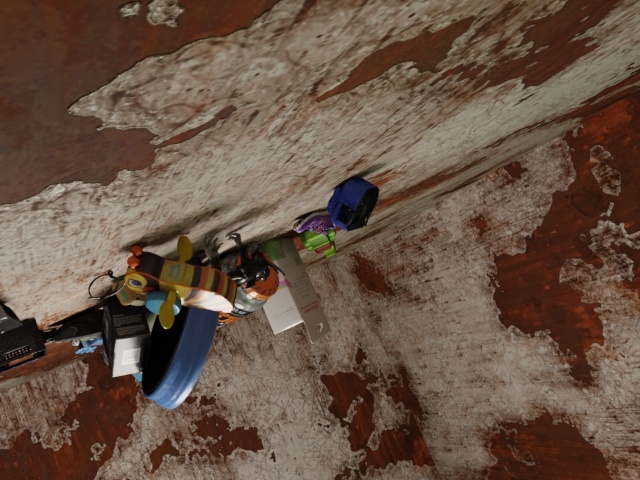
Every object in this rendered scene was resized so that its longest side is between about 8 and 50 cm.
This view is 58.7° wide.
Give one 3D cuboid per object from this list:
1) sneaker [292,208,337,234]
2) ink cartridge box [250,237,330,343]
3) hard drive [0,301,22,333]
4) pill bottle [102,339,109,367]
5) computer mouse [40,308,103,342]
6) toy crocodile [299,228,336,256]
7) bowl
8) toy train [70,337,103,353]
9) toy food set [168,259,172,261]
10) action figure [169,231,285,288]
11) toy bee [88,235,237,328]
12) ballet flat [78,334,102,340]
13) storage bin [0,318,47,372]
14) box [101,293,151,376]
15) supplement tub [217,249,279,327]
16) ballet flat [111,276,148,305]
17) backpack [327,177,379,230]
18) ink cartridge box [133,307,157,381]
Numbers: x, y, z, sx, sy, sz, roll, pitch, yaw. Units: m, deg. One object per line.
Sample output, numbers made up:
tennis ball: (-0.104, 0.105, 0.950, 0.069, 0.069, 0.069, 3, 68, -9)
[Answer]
sneaker: (-0.007, -0.046, 1.652, 0.170, 0.071, 0.068, -17, 172, -46)
ink cartridge box: (-0.109, 0.176, 1.877, 0.119, 0.353, 0.207, -26, 174, 18)
hard drive: (-0.677, 0.172, 0.998, 0.255, 0.054, 0.172, -22, 175, -22)
pill bottle: (-0.639, 0.313, 1.837, 0.123, 0.123, 0.219, -20, 144, -36)
computer mouse: (-0.690, 0.243, 1.628, 0.272, 0.072, 0.188, -11, 176, -3)
toy crocodile: (0.000, 0.000, 1.955, 0.115, 0.105, 0.340, -24, 174, 0)
bowl: (-0.376, 0.241, 1.512, 0.077, 0.391, 0.391, 22, 152, -24)
toy train: (-0.819, 0.347, 2.025, 0.105, 0.080, 0.184, -32, 174, -7)
toy food set: (-0.397, 0.069, 1.374, 0.083, 0.020, 0.082, -26, 174, 31)
action figure: (-0.225, 0.050, 1.329, 0.276, 0.141, 0.164, -9, 176, 13)
toy bee: (-0.318, 0.082, 1.120, 0.298, 0.195, 0.162, -12, 148, -13)
ballet flat: (-0.711, 0.284, 1.885, 0.068, 0.072, 0.213, -32, 172, 22)
storage bin: (-0.754, 0.263, 1.407, 0.122, 0.084, 0.180, -21, 175, -29)
box: (-0.515, 0.246, 1.500, 0.093, 0.158, 0.156, -5, 133, -29)
supplement tub: (-0.290, 0.153, 1.740, 0.316, 0.193, 0.193, -28, 173, 32)
ballet flat: (-0.455, 0.130, 1.439, 0.080, 0.073, 0.232, -24, 175, 7)
backpack: (0.078, -0.097, 1.390, 0.098, 0.101, 0.120, -22, 144, -58)
ink cartridge box: (-0.584, 0.353, 2.051, 0.270, 0.198, 0.197, -22, -161, 38)
